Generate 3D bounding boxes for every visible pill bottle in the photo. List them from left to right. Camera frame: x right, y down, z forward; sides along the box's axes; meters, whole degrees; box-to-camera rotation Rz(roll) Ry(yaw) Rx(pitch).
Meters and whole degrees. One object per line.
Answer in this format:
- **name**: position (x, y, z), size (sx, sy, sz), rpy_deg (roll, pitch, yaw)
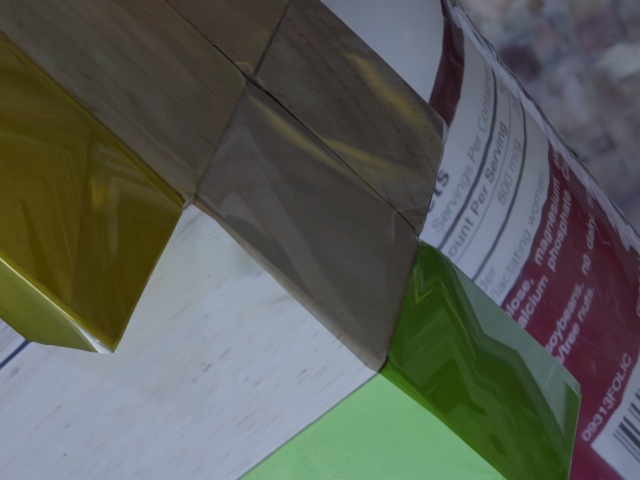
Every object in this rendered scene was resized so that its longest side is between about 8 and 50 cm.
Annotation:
- **pill bottle**: position (0.000, 0.000, 0.866), size (0.392, 0.224, 0.224), rpy_deg (45, -163, -37)

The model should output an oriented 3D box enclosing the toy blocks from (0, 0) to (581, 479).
- **toy blocks**: position (-0.169, -0.023, 0.423), size (0.381, 0.261, 0.191), rpy_deg (43, -149, -14)
